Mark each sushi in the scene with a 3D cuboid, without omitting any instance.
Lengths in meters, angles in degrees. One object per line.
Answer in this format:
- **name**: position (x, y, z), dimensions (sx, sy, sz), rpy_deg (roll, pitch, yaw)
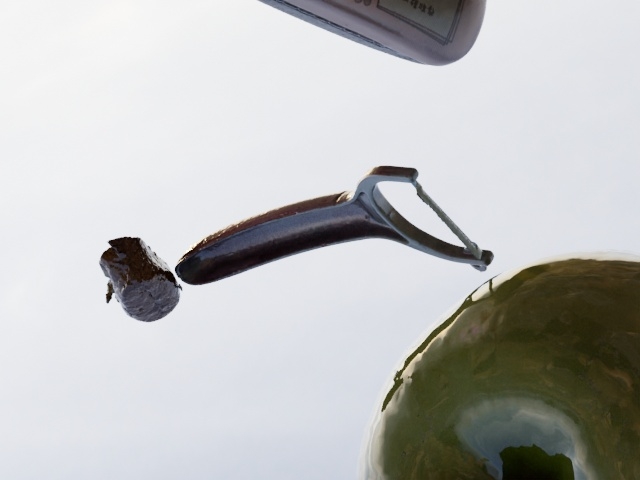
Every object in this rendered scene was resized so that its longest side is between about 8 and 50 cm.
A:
- **sushi**: position (-0.149, 0.029, 1.285), dimensions (0.062, 0.118, 0.060), rpy_deg (-23, -115, -15)

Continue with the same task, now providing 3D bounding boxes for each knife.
- **knife**: position (0.000, -0.001, 1.225), dimensions (0.278, 0.123, 0.053), rpy_deg (-11, -138, 40)

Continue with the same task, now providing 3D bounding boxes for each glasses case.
- **glasses case**: position (0.006, -0.240, 1.294), dimensions (0.314, 0.122, 0.075), rpy_deg (20, 165, -28)

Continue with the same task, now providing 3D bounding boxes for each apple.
- **apple**: position (0.200, 0.181, 1.079), dimensions (0.357, 0.357, 0.357), rpy_deg (-4, -151, 2)
